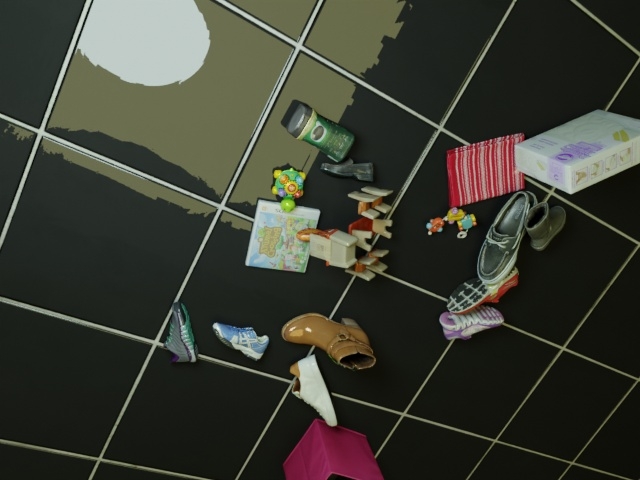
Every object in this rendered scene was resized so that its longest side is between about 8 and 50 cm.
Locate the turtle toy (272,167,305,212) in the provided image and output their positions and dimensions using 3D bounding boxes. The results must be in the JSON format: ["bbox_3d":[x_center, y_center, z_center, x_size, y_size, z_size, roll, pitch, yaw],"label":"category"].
[{"bbox_3d":[-0.091,-0.147,1.480,0.095,0.066,0.130,2,112,-15],"label":"turtle toy"}]

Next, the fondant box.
[{"bbox_3d":[0.809,-0.279,1.545,0.330,0.238,0.096,-24,121,-9],"label":"fondant box"}]

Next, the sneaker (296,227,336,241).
[{"bbox_3d":[0.000,0.000,1.547,0.175,0.064,0.067,5,108,-37],"label":"sneaker"}]

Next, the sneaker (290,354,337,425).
[{"bbox_3d":[-0.028,0.540,1.786,0.123,0.106,0.290,-20,107,2],"label":"sneaker"}]

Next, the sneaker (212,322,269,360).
[{"bbox_3d":[-0.258,0.309,1.637,0.211,0.080,0.081,36,94,-35],"label":"sneaker"}]

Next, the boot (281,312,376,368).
[{"bbox_3d":[0.027,0.339,1.637,0.283,0.220,0.109,7,111,-17],"label":"boot"}]

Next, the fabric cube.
[{"bbox_3d":[0.045,0.866,1.852,0.254,0.258,0.259,26,104,-24],"label":"fabric cube"}]

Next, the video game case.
[{"bbox_3d":[-0.117,-0.009,1.558,0.193,0.023,0.212,8,111,-18],"label":"video game case"}]

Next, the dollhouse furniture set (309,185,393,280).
[{"bbox_3d":[0.099,-0.015,1.529,0.259,0.135,0.262,-27,126,-47],"label":"dollhouse furniture set"}]

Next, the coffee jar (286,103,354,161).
[{"bbox_3d":[-0.001,-0.304,1.428,0.184,0.079,0.096,27,106,-24],"label":"coffee jar"}]

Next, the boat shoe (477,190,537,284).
[{"bbox_3d":[0.600,-0.015,1.677,0.119,0.121,0.335,12,102,-51],"label":"boat shoe"}]

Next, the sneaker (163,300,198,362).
[{"bbox_3d":[-0.450,0.295,1.573,0.098,0.083,0.224,-10,116,-5],"label":"sneaker"}]

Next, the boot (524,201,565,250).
[{"bbox_3d":[0.739,-0.074,1.666,0.190,0.076,0.208,-59,139,-10],"label":"boot"}]

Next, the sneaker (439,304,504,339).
[{"bbox_3d":[0.545,0.307,1.838,0.236,0.095,0.105,-7,121,-6],"label":"sneaker"}]

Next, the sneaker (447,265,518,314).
[{"bbox_3d":[0.583,0.190,1.787,0.279,0.107,0.118,-32,126,3],"label":"sneaker"}]

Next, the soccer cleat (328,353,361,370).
[{"bbox_3d":[0.081,0.397,1.708,0.072,0.179,0.060,41,68,-22],"label":"soccer cleat"}]

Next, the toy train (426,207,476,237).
[{"bbox_3d":[0.431,-0.063,1.670,0.166,0.046,0.125,11,137,-29],"label":"toy train"}]

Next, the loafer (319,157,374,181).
[{"bbox_3d":[0.080,-0.215,1.507,0.170,0.062,0.061,8,89,-21],"label":"loafer"}]

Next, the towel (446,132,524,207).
[{"bbox_3d":[0.535,-0.223,1.632,0.274,0.031,0.199,-15,117,-8],"label":"towel"}]
